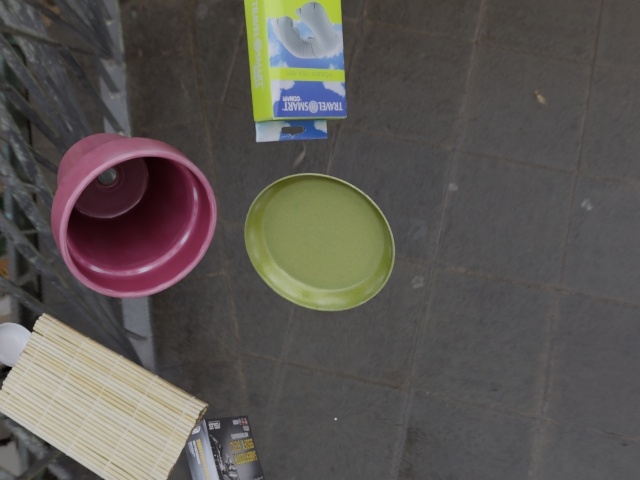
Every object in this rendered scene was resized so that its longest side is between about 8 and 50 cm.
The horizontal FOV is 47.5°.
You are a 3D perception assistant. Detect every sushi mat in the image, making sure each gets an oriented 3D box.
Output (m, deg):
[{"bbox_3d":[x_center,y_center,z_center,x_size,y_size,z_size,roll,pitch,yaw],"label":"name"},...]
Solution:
[{"bbox_3d":[-0.313,0.226,1.003,0.316,0.019,0.151,22,83,24],"label":"sushi mat"}]

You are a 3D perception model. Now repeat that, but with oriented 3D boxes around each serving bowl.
[{"bbox_3d":[-0.520,0.181,1.228,0.027,0.083,0.083,-38,77,23],"label":"serving bowl"}]

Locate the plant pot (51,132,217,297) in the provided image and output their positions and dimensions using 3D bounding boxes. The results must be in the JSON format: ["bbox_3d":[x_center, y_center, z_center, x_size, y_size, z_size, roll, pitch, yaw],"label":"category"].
[{"bbox_3d":[-0.261,-0.053,0.959,0.201,0.201,0.180,-40,40,-8],"label":"plant pot"}]

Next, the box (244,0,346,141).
[{"bbox_3d":[-0.026,-0.202,0.807,0.109,0.042,0.178,-9,98,-38],"label":"box"}]

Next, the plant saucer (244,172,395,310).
[{"bbox_3d":[0.000,0.000,1.139,0.241,0.037,0.241,7,120,13],"label":"plant saucer"}]

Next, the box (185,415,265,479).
[{"bbox_3d":[-0.185,0.448,1.452,0.056,0.231,0.183,-22,73,11],"label":"box"}]
